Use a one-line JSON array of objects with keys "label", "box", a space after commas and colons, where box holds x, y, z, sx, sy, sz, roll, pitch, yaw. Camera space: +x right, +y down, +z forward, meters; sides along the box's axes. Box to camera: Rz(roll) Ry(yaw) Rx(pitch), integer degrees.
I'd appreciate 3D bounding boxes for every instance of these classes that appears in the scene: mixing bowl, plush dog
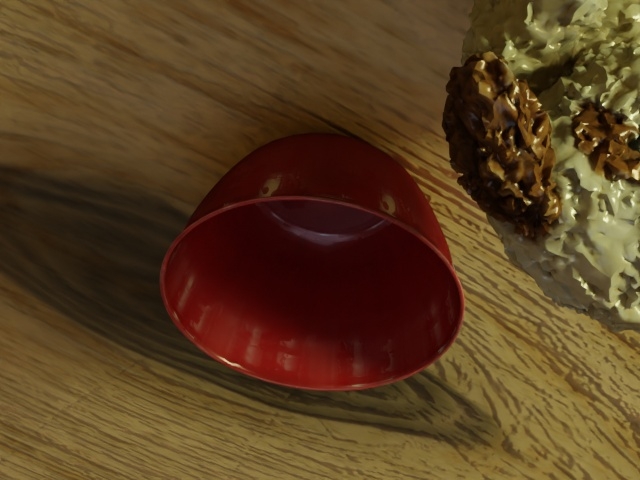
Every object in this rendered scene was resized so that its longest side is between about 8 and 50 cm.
[{"label": "mixing bowl", "box": [0.000, 0.000, 0.953, 0.181, 0.098, 0.181, 5, 140, 4]}, {"label": "plush dog", "box": [0.143, -0.056, 0.767, 0.262, 0.225, 0.210, 24, 137, -17]}]
